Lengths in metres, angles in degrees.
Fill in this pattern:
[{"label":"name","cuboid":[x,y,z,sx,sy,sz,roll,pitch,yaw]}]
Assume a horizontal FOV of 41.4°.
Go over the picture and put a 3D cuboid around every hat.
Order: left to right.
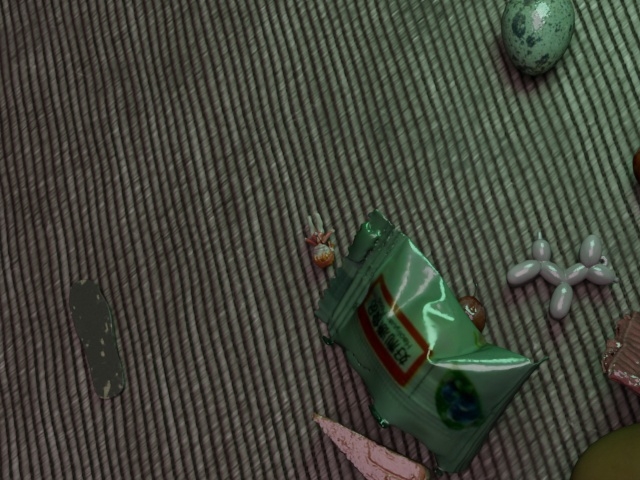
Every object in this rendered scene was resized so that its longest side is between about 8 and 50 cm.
[{"label":"hat","cuboid":[0.588,0.212,1.322,0.286,0.237,0.107,28,123,17]}]

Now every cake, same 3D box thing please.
[{"label":"cake","cuboid":[0.091,0.358,1.436,0.225,0.109,0.090,43,88,18]}]

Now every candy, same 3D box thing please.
[{"label":"candy","cuboid":[0.160,0.167,1.438,0.398,0.172,0.263,48,112,27]}]

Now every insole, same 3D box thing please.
[{"label":"insole","cuboid":[-0.433,0.188,1.646,0.081,0.011,0.248,-23,71,6]}]

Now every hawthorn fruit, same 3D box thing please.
[{"label":"hawthorn fruit","cuboid":[0.266,0.119,1.492,0.067,0.067,0.103,21,68,17]}]

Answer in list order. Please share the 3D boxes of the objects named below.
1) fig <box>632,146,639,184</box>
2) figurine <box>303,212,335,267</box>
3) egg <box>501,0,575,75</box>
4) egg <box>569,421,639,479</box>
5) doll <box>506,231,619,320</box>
[{"label":"fig","cuboid":[0.618,-0.138,1.460,0.150,0.128,0.128,-4,72,-19]},{"label":"figurine","cuboid":[0.000,0.000,1.588,0.064,0.047,0.109,-21,63,13]},{"label":"egg","cuboid":[0.399,-0.388,1.562,0.132,0.132,0.172,7,84,14]},{"label":"egg","cuboid":[0.544,0.420,1.223,0.374,0.301,0.301,21,80,26]},{"label":"doll","cuboid":[0.426,0.053,1.474,0.161,0.059,0.160,38,87,19]}]
